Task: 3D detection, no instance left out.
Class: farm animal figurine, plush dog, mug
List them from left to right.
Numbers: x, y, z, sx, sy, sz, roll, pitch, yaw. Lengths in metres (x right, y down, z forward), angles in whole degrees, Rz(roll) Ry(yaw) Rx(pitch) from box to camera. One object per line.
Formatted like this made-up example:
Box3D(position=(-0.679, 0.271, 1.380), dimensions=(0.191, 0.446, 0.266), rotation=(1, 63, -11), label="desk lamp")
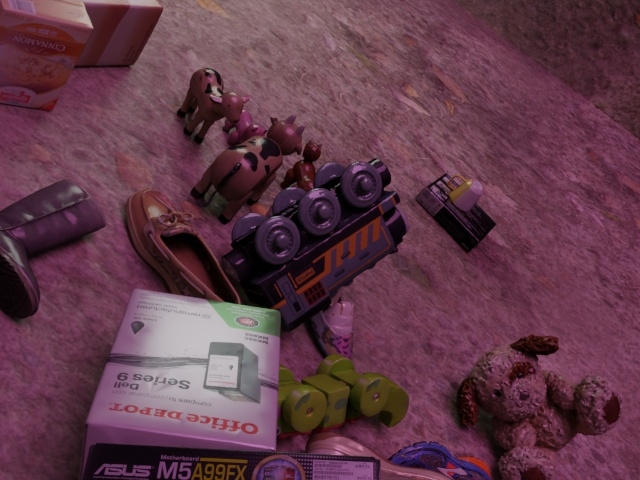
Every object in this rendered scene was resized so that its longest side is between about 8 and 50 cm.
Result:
Box3D(position=(-0.124, -0.172, 1.464), dimensions=(0.330, 0.172, 0.326), rotation=(34, 37, -11), label="farm animal figurine")
Box3D(position=(0.338, -0.113, 1.851), dimensions=(0.078, 0.064, 0.062), rotation=(26, 39, -22), label="mug")
Box3D(position=(0.374, 0.287, 1.455), dimensions=(0.225, 0.262, 0.210), rotation=(48, 1, -8), label="plush dog")

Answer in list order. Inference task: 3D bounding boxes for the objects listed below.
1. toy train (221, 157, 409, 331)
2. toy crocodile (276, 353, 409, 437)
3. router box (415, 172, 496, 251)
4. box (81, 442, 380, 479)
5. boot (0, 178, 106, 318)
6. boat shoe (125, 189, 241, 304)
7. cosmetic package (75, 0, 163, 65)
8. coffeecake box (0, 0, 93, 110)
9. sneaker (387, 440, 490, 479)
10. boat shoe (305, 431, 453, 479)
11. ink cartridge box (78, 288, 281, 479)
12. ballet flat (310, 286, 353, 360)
Box3D(position=(0.000, 0.000, 1.318), dimensions=(0.334, 0.142, 0.190), rotation=(-34, 110, -23), label="toy train")
Box3D(position=(-0.003, 0.247, 1.214), dimensions=(0.341, 0.105, 0.115), rotation=(0, 14, -41), label="toy crocodile")
Box3D(position=(0.324, -0.069, 1.889), dimensions=(0.179, 0.046, 0.133), rotation=(47, 35, 7), label="router box")
Box3D(position=(-0.083, 0.283, 0.787), dimensions=(0.270, 0.216, 0.060), rotation=(3, 48, 0), label="box")
Box3D(position=(-0.390, 0.004, 1.131), dimensions=(0.189, 0.076, 0.208), rotation=(52, 30, 10), label="boot")
Box3D(position=(-0.210, 0.021, 1.254), dimensions=(0.105, 0.089, 0.285), rotation=(-14, 62, -49), label="boat shoe")
Box3D(position=(-0.450, -0.405, 1.419), dimensions=(0.296, 0.153, 0.129), rotation=(-17, 65, -49), label="cosmetic package")
Box3D(position=(-0.468, -0.302, 1.263), dimensions=(0.142, 0.185, 0.068), rotation=(2, 51, -42), label="coffeecake box")
Box3D(position=(0.193, 0.382, 1.264), dimensions=(0.221, 0.083, 0.087), rotation=(20, 38, -26), label="sneaker")
Box3D(position=(0.107, 0.386, 1.168), dimensions=(0.302, 0.109, 0.098), rotation=(28, 44, -12), label="boat shoe")
Box3D(position=(-0.159, 0.194, 0.983), dimensions=(0.211, 0.121, 0.289), rotation=(9, 26, -7), label="ink cartridge box")
Box3D(position=(0.017, 0.108, 1.388), dimensions=(0.077, 0.079, 0.221), rotation=(13, 45, -39), label="ballet flat")
